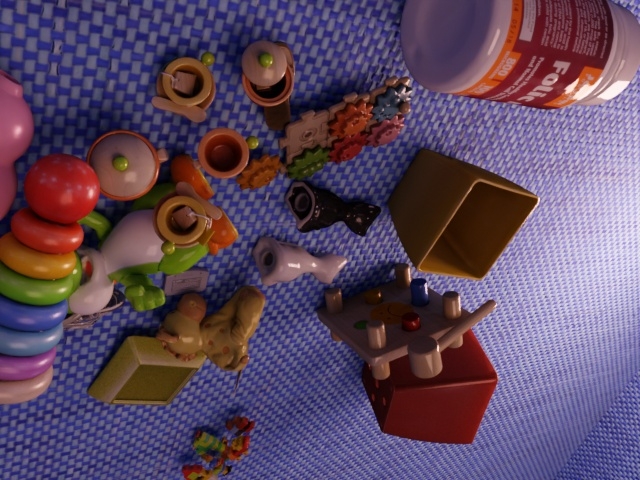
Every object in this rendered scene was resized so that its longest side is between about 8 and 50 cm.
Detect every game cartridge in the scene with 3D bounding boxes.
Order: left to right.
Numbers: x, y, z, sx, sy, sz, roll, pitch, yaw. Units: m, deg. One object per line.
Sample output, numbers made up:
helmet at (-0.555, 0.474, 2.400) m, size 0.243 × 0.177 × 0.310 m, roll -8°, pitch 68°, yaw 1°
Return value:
game cartridge at (-0.251, 0.074, 1.246) m, size 0.083 × 0.017 × 0.056 m, roll -5°, pitch 133°, yaw -32°

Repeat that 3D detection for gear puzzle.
gear puzzle at (0.011, -0.165, 1.153) m, size 0.339 × 0.044 × 0.175 m, roll -25°, pitch 157°, yaw -14°

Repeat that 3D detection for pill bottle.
pill bottle at (0.350, -0.341, 1.134) m, size 0.392 × 0.224 × 0.224 m, roll -1°, pitch 127°, yaw -34°

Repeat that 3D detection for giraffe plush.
giraffe plush at (-0.215, 0.168, 1.257) m, size 0.171 × 0.210 × 0.181 m, roll 18°, pitch 147°, yaw -9°

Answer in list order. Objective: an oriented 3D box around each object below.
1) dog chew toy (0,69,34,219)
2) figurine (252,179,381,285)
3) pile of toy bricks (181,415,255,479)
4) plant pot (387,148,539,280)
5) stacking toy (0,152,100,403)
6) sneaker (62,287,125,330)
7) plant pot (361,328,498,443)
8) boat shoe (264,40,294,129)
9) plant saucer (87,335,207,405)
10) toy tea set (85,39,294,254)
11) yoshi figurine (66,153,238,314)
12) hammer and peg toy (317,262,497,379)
dog chew toy at (-0.480, -0.068, 0.830) m, size 0.331 × 0.206 × 0.207 m, roll -53°, pitch 137°, yaw 6°
figurine at (0.000, 0.000, 1.307) m, size 0.210 × 0.092 × 0.214 m, roll 10°, pitch 121°, yaw -45°
pile of toy bricks at (-0.250, 0.477, 1.561) m, size 0.105 × 0.118 × 0.212 m, roll 32°, pitch 124°, yaw -18°
plant pot at (0.262, -0.067, 1.347) m, size 0.212 × 0.187 × 0.212 m, roll 9°, pitch 121°, yaw -41°
stacking toy at (-0.375, 0.043, 0.870) m, size 0.141 × 0.141 × 0.330 m, roll 12°, pitch 110°, yaw -41°
sneaker at (-0.404, 0.122, 1.164) m, size 0.135 × 0.052 × 0.058 m, roll -16°, pitch 145°, yaw -12°
plant pot at (0.247, 0.339, 1.668) m, size 0.236 × 0.267 × 0.267 m, roll -4°, pitch 130°, yaw -15°
boat shoe at (-0.071, -0.248, 1.058) m, size 0.056 × 0.049 × 0.152 m, roll -2°, pitch 134°, yaw -10°
plant saucer at (-0.330, 0.268, 1.319) m, size 0.189 × 0.045 × 0.188 m, roll 14°, pitch 127°, yaw -42°
toy tea set at (-0.176, -0.152, 0.934) m, size 0.200 × 0.124 × 0.336 m, roll 33°, pitch 86°, yaw -10°
yoshi figurine at (-0.322, 0.014, 1.027) m, size 0.362 × 0.203 × 0.203 m, roll -30°, pitch 122°, yaw -5°
hammer and peg toy at (0.186, 0.180, 1.394) m, size 0.266 × 0.361 × 0.127 m, roll -18°, pitch 115°, yaw -22°
